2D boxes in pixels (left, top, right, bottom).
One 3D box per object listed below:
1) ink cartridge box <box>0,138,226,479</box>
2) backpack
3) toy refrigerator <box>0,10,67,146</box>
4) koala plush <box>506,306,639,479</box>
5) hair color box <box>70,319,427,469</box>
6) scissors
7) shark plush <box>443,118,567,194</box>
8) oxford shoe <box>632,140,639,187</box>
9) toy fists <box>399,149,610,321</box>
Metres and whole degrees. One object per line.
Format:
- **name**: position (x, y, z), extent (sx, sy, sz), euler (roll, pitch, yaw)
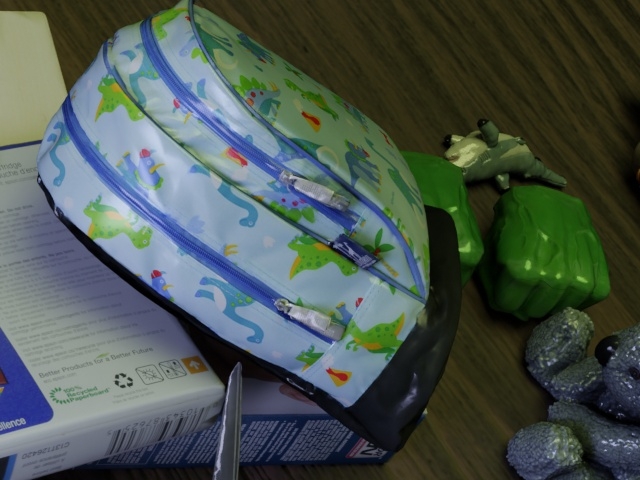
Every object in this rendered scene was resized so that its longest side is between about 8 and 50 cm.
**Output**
- **ink cartridge box**: position (-0.280, 0.060, 1.362), extent (0.303, 0.072, 0.307), euler (-13, 49, -35)
- **backpack**: position (-0.055, -0.030, 1.392), extent (0.355, 0.273, 0.290), euler (21, 24, -9)
- **toy refrigerator**: position (-0.285, -0.080, 1.593), extent (0.094, 0.102, 0.270), euler (-3, 58, -28)
- **koala plush**: position (0.323, 0.139, 1.645), extent (0.203, 0.221, 0.196), euler (23, 49, -9)
- **hair color box**: position (-0.093, 0.108, 1.544), extent (0.347, 0.105, 0.174), euler (2, 55, -25)
- **scissors**: position (-0.075, 0.250, 1.370), extent (0.109, 0.297, 0.021), euler (23, 8, 6)
- **shark plush**: position (0.198, -0.079, 1.880), extent (0.161, 0.073, 0.067), euler (17, 67, -40)
- **oxford shoe**: position (0.422, -0.049, 1.927), extent (0.132, 0.130, 0.364), euler (-2, 58, 12)
- **toy fists**: position (0.166, 0.005, 1.755), extent (0.279, 0.096, 0.142), euler (16, 36, -14)
